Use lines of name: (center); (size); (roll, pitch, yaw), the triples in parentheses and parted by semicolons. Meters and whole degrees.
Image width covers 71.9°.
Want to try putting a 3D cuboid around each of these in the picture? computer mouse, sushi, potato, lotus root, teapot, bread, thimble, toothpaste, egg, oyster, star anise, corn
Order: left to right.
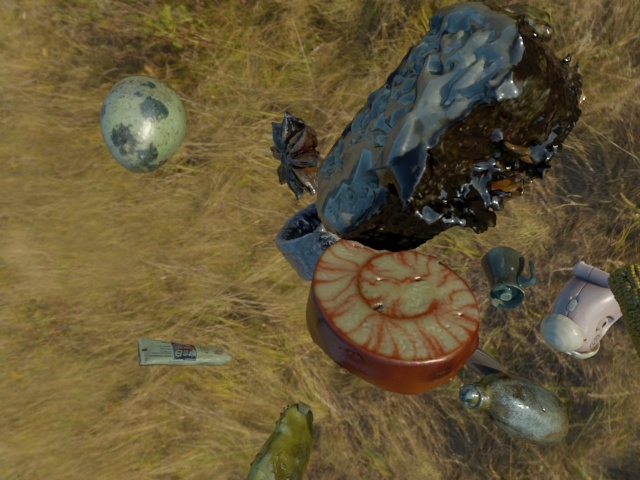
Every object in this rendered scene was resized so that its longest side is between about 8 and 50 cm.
egg: (-0.308, -0.201, 0.772); (0.141, 0.141, 0.182); (-24, 56, 37)
toothpaste: (-0.277, 0.239, 0.925); (0.038, 0.233, 0.060); (-36, 55, 24)
potato: (-0.073, 0.419, 0.841); (0.090, 0.225, 0.117); (3, 135, 31)
star anise: (-0.086, -0.307, 1.605); (0.331, 0.117, 0.332); (37, 141, 38)
thimble: (0.000, 0.000, 1.229); (0.157, 0.217, 0.245); (53, 169, -20)
bread: (0.128, 0.129, 0.837); (0.327, 0.295, 0.114); (36, 138, 27)
sushi: (0.150, -0.103, 0.556); (0.348, 0.207, 0.234); (-41, 39, 34)
computer mouse: (0.453, 0.344, 1.259); (0.232, 0.057, 0.120); (41, 169, -11)
oyster: (0.367, -0.399, 0.888); (0.197, 0.337, 0.133); (1, 119, 19)
teapot: (0.749, 0.142, 1.764); (0.203, 0.225, 0.171); (-28, 118, 34)
lotus root: (0.489, 0.407, 1.109); (0.140, 0.322, 0.158); (-54, 22, 18)
corn: (0.827, 0.198, 1.119); (0.102, 0.102, 0.313); (-32, 43, 36)

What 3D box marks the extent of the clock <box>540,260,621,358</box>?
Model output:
clock: (0.978, 0.276, 1.638); (0.326, 0.342, 0.184); (-59, 38, 7)
